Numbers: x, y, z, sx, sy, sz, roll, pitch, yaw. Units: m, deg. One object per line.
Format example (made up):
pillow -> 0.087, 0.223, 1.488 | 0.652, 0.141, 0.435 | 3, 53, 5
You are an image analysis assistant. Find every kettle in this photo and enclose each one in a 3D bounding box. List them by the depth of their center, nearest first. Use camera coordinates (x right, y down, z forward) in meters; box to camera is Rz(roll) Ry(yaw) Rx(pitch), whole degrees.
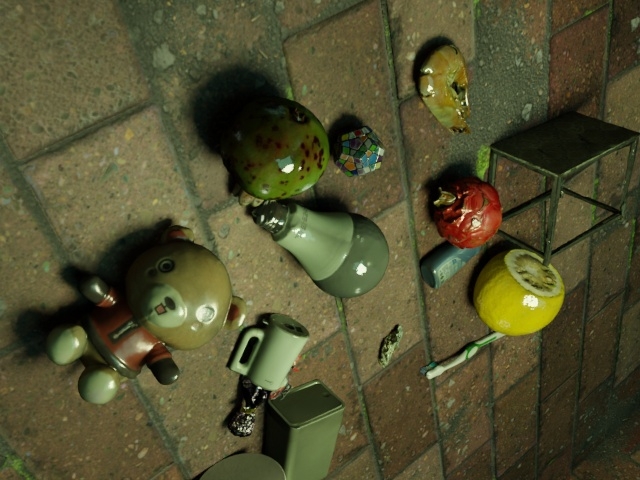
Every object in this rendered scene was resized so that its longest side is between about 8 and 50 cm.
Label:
kettle -> -0.108, 0.247, 1.502 | 0.127, 0.098, 0.148 | 13, 109, -50

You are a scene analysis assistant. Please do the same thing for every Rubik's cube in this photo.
Rubik's cube -> 0.077, -0.183, 1.398 | 0.111, 0.111, 0.093 | -22, 103, -30

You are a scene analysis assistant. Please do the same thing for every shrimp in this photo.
shrimp -> 0.292, -0.326, 1.525 | 0.145, 0.061, 0.267 | -55, 135, -14

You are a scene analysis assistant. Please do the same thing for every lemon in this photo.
lemon -> 0.544, 0.159, 1.917 | 0.241, 0.240, 0.219 | -8, 141, -37

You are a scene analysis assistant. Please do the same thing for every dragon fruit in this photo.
dragon fruit -> 0.358, -0.069, 1.663 | 0.172, 0.172, 0.209 | -50, 146, -5

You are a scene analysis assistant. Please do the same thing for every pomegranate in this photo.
pomegranate -> -0.092, -0.148, 1.225 | 0.202, 0.202, 0.248 | -9, 149, -37

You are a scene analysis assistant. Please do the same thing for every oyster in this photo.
oyster -> 0.190, 0.280, 1.831 | 0.100, 0.037, 0.098 | -55, 160, -30

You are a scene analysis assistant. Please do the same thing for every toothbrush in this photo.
toothbrush -> 0.468, 0.335, 2.091 | 0.418, 0.040, 0.042 | -18, 124, -32

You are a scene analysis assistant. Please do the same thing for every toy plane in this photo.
toy plane -> -0.092, 0.325, 1.606 | 0.060, 0.037, 0.145 | 36, 93, -36

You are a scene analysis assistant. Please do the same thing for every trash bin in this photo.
trash bin -> -0.046, 0.491, 1.689 | 0.164, 0.122, 0.240 | -15, 126, -35

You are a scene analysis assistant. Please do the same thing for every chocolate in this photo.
chocolate -> -0.165, 0.376, 1.550 | 0.070, 0.072, 0.147 | -68, 175, -64

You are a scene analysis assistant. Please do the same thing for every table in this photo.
table -> 0.634, -0.145, 1.811 | 0.335, 0.222, 0.272 | -24, 127, -28

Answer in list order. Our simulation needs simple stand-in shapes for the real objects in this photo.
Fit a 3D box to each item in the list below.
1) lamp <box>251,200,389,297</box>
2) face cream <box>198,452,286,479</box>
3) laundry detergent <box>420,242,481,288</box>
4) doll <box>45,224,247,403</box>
lamp -> 0.014, -0.012, 1.416 | 0.182, 0.182, 0.314 | -47, 118, -8
face cream -> -0.171, 0.639, 1.583 | 0.218, 0.218, 0.179 | -26, 122, -27
laundry detergent -> 0.358, 0.039, 1.799 | 0.206, 0.061, 0.096 | -36, 131, -19
doll -> -0.306, 0.141, 1.212 | 0.330, 0.235, 0.174 | -36, 177, -8
